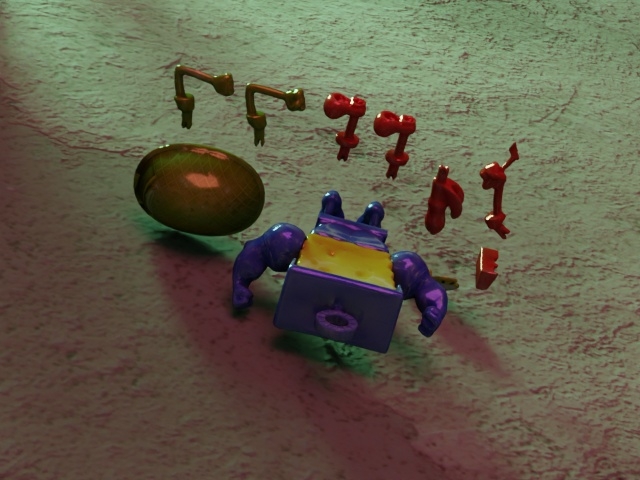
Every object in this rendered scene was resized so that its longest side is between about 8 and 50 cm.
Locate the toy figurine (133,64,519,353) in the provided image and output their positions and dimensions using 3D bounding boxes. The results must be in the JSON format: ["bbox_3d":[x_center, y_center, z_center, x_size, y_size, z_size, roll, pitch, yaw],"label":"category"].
[{"bbox_3d":[0.000,0.000,1.441,0.363,0.191,0.217,15,35,-5],"label":"toy figurine"}]
